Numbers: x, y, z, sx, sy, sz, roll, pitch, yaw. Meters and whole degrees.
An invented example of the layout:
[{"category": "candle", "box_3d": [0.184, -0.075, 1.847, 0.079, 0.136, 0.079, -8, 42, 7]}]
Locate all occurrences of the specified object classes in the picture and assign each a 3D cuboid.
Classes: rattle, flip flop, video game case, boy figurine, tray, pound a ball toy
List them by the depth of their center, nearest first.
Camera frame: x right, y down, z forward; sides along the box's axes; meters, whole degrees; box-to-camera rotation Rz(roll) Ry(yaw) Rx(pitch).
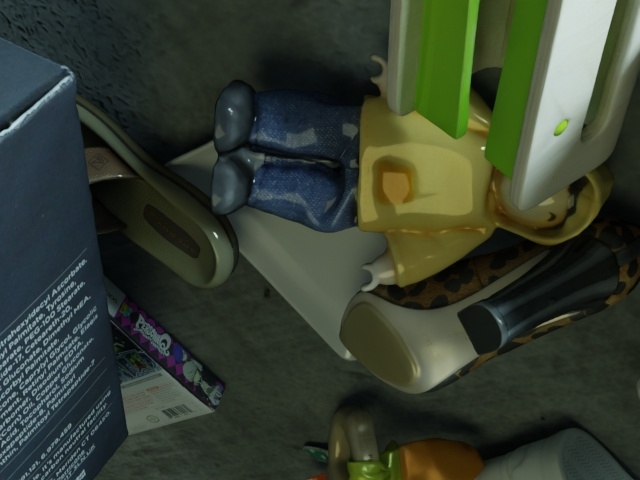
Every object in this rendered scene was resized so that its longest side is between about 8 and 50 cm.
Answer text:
[{"category": "pound a ball toy", "box_3d": [0.105, -0.204, 0.556, 0.208, 0.136, 0.319, 43, 152, 30]}, {"category": "boy figurine", "box_3d": [0.066, -0.042, 0.722, 0.285, 0.092, 0.177, 10, 106, 5]}, {"category": "flip flop", "box_3d": [-0.196, -0.041, 0.851, 0.277, 0.080, 0.112, 36, 141, 10]}, {"category": "tray", "box_3d": [0.000, 0.000, 0.867, 0.145, 0.030, 0.270, -21, 122, 37]}, {"category": "rattle", "box_3d": [0.065, 0.242, 1.070, 0.142, 0.130, 0.200, -18, 157, -18]}, {"category": "video game case", "box_3d": [-0.256, 0.139, 1.114, 0.232, 0.042, 0.210, -22, 122, 39]}]

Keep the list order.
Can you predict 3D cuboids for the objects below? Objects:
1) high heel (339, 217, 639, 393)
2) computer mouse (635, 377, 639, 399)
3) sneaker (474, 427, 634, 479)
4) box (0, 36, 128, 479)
[{"category": "high heel", "box_3d": [0.135, 0.047, 0.806, 0.261, 0.186, 0.093, -17, 96, 61]}, {"category": "computer mouse", "box_3d": [0.343, 0.155, 0.869, 0.106, 0.042, 0.193, -13, 133, 40]}, {"category": "sneaker", "box_3d": [0.272, 0.318, 1.028, 0.292, 0.108, 0.169, 49, 135, -13]}, {"category": "box", "box_3d": [-0.449, 0.029, 0.831, 0.480, 0.297, 0.472, 26, 142, 18]}]
